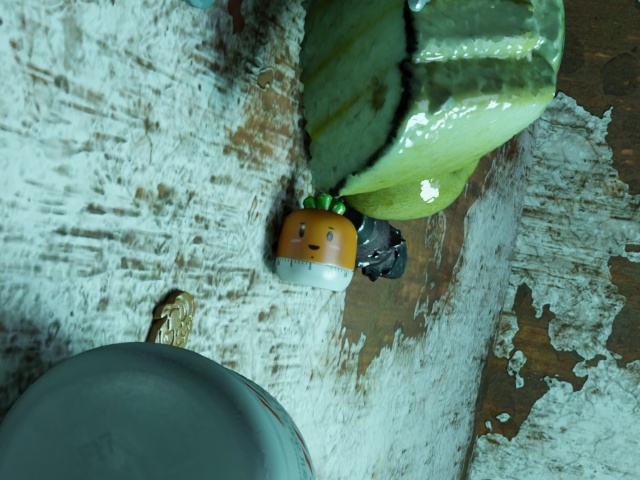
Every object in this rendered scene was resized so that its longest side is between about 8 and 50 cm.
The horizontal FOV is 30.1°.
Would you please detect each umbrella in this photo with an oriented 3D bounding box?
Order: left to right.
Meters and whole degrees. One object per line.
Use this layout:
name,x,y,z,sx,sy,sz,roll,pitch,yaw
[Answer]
umbrella,0.068,-0.002,1.708,0.090,0.094,0.326,-34,162,5

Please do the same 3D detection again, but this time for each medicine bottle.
medicine bottle,-0.123,0.222,1.013,0.306,0.245,0.245,54,49,-74

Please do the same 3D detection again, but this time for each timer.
timer,0.000,0.000,1.481,0.136,0.099,0.136,16,90,-83

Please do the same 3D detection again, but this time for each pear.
pear,0.092,-0.134,1.532,0.228,0.211,0.188,-56,135,-24

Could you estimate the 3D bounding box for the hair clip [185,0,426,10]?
hair clip,-0.004,-0.378,1.047,0.318,0.238,0.392,79,28,-54

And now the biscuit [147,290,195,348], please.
biscuit,-0.152,0.091,1.216,0.078,0.015,0.091,77,30,-52

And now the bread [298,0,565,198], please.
bread,0.136,-0.223,1.313,0.264,0.239,0.395,12,70,-32
